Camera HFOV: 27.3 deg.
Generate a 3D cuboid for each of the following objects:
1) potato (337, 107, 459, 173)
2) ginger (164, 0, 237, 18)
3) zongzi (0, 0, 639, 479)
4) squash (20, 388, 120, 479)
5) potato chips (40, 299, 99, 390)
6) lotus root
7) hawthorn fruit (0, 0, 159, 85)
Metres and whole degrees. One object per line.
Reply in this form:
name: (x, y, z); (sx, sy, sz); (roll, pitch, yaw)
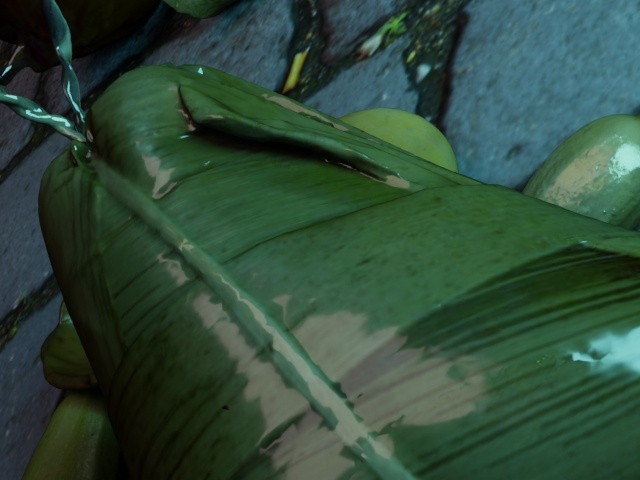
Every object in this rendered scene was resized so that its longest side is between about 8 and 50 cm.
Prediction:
potato: (0.000, 0.000, 0.959); (0.234, 0.146, 0.150); (-46, 64, 15)
ginger: (-0.066, -0.340, 1.385); (0.263, 0.109, 0.116); (-40, 61, 25)
zongzi: (0.072, -0.022, 0.733); (0.467, 0.218, 0.500); (-34, 60, 11)
squash: (-0.211, 0.193, 1.123); (0.094, 0.094, 0.224); (-34, 31, 32)
potato chips: (-0.154, 0.062, 1.163); (0.208, 0.062, 0.195); (-40, 26, -2)
lotus root: (0.169, -0.032, 0.811); (0.150, 0.062, 0.073); (-48, 32, 16)
hawthorn fruit: (-0.316, -0.379, 1.598); (0.308, 0.308, 0.325); (-41, 43, 23)
